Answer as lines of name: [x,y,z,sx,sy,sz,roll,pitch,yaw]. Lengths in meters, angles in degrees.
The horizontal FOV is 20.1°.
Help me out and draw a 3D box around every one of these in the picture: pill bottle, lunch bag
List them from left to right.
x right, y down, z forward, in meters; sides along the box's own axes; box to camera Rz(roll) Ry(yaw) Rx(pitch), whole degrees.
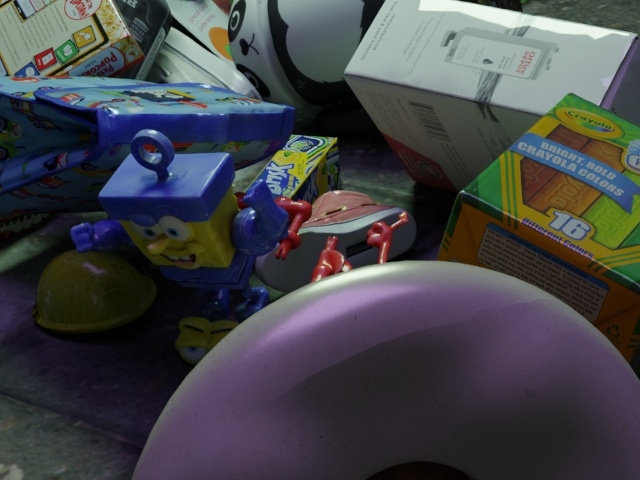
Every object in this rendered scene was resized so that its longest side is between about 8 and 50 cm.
pill bottle: [-0.248,-0.216,2.001,0.130,0.130,0.245,12,67,28]
lunch bag: [-0.184,-0.095,1.726,0.221,0.138,0.293,-3,2,-41]

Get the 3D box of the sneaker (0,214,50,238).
sneaker: [-0.341,-0.048,1.849,0.088,0.092,0.225,7,28,22]

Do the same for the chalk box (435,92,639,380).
chalk box: [0.231,0.009,1.528,0.180,0.179,0.289,27,38,17]

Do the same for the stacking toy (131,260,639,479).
stacking toy: [0.007,0.157,1.270,0.351,0.350,0.480,-11,11,-12]

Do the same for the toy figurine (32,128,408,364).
toy figurine: [-0.126,-0.032,1.595,0.363,0.217,0.191,4,50,30]

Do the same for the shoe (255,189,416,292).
shoe: [0.000,0.000,1.751,0.178,0.063,0.081,-17,26,-29]

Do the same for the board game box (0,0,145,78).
board game box: [-0.299,-0.202,1.905,0.193,0.045,0.146,-30,55,2]

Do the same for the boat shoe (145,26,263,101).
boat shoe: [-0.166,-0.174,2.074,0.088,0.096,0.267,-40,45,-15]

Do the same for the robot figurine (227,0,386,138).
robot figurine: [0.031,-0.243,2.001,0.278,0.173,0.209,-12,51,26]

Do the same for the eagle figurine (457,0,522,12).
eagle figurine: [0.199,-0.328,2.065,0.225,0.298,0.226,26,14,8]

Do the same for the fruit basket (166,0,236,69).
fruit basket: [-0.137,-0.352,2.221,0.353,0.165,0.327,37,31,-4]

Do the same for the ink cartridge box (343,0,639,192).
ink cartridge box: [0.196,-0.123,1.778,0.283,0.207,0.117,16,67,34]

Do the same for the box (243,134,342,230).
box: [-0.031,-0.048,1.841,0.054,0.059,0.169,4,28,19]
